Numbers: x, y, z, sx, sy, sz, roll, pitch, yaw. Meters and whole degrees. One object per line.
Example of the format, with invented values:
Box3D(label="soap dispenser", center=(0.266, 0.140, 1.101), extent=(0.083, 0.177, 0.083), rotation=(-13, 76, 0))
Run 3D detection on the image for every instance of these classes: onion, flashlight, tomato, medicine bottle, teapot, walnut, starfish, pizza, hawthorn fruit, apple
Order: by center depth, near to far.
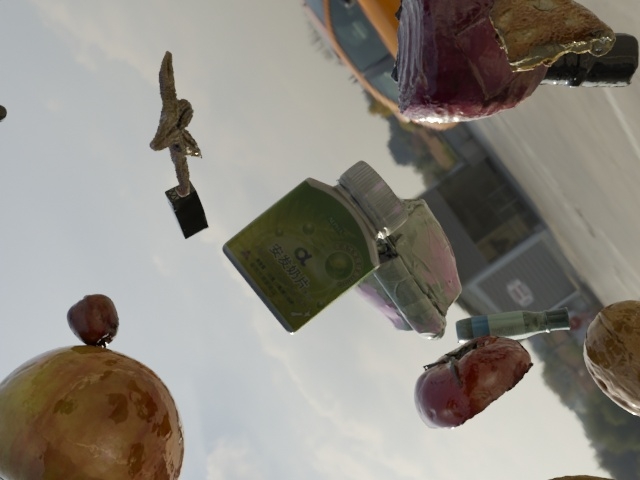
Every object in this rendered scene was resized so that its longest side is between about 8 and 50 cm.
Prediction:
Box3D(label="medicine bottle", center=(0.000, 0.000, 0.954), extent=(0.132, 0.188, 0.088), rotation=(51, 177, 2))
Box3D(label="pizza", center=(0.297, -0.277, 1.132), extent=(0.182, 0.161, 0.062), rotation=(29, 146, 28))
Box3D(label="apple", center=(-0.323, 0.277, 1.152), extent=(0.286, 0.286, 0.233), rotation=(49, -130, -16))
Box3D(label="hawthorn fruit", center=(-0.321, 0.114, 1.197), extent=(0.077, 0.077, 0.077), rotation=(50, -169, -13))
Box3D(label="teapot", center=(0.131, 0.042, 1.205), extent=(0.178, 0.163, 0.221), rotation=(55, 164, -5))
Box3D(label="onion", center=(0.233, -0.317, 1.289), extent=(0.111, 0.248, 0.250), rotation=(34, -125, -76))
Box3D(label="walnut", center=(0.514, 0.191, 1.341), extent=(0.197, 0.165, 0.165), rotation=(44, -174, 25))
Box3D(label="starfish", center=(-0.238, -0.191, 1.379), extent=(0.227, 0.043, 0.240), rotation=(-42, -53, -85))
Box3D(label="flashlight", center=(0.329, -0.301, 1.421), extent=(0.103, 0.424, 0.103), rotation=(177, 90, -80))
Box3D(label="tomato", center=(0.249, 0.227, 1.437), extent=(0.101, 0.228, 0.228), rotation=(57, -169, 4))
Box3D(label="medicine bottle", center=(0.362, 0.161, 1.585), extent=(0.090, 0.209, 0.053), rotation=(43, -141, -71))

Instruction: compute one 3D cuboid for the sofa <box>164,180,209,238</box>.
Box3D(label="sofa", center=(-0.268, -0.062, 1.695), extent=(0.039, 0.060, 0.118), rotation=(56, 166, 37))

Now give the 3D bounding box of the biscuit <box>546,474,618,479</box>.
Box3D(label="biscuit", center=(0.284, 0.370, 0.940), extent=(0.091, 0.274, 0.213), rotation=(41, -148, -46))

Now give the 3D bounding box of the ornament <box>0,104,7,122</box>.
Box3D(label="ornament", center=(-0.387, -0.216, 0.828), extent=(0.080, 0.202, 0.236), rotation=(22, -113, -65))
